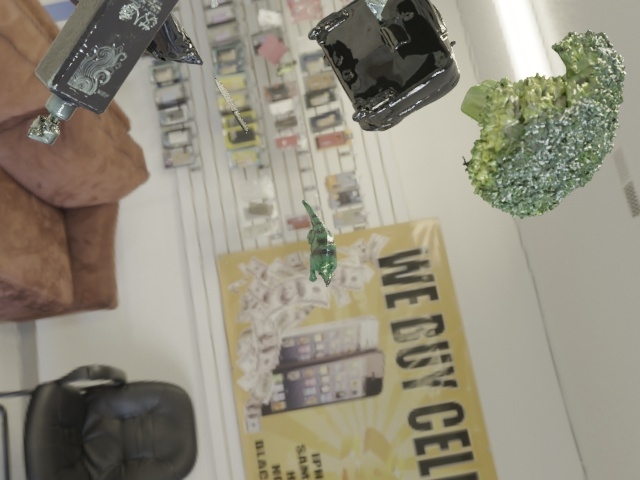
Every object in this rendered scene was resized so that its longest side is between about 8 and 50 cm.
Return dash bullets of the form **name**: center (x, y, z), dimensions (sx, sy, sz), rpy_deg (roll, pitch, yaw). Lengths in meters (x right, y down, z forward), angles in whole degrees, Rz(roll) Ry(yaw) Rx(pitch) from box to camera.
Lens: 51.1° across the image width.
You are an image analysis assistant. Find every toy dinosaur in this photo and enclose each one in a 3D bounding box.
- **toy dinosaur**: center (-0.001, 0.015, 1.764), dimensions (0.292, 0.079, 0.120), rpy_deg (-107, -163, -54)

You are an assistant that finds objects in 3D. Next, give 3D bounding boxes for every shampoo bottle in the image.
- **shampoo bottle**: center (-0.300, -0.264, 0.910), dimensions (0.071, 0.309, 0.098), rpy_deg (43, 11, 27)

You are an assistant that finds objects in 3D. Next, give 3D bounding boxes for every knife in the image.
- **knife**: center (-0.233, -0.356, 1.765), dimensions (0.170, 0.023, 0.010), rpy_deg (58, -31, 0)

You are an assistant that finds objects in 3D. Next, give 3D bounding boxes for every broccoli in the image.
- **broccoli**: center (0.401, -0.236, 1.250), dimensions (0.375, 0.302, 0.249), rpy_deg (-58, 162, 11)

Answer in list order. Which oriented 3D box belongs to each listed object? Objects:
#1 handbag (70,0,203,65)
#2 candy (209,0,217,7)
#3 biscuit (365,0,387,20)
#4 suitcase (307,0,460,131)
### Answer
- **handbag**: center (-0.358, -0.426, 1.276), dimensions (0.089, 0.254, 0.211), rpy_deg (-65, 165, -12)
- **candy**: center (-0.244, -0.616, 1.313), dimensions (0.365, 0.124, 0.124), rpy_deg (81, -1, -56)
- **biscuit**: center (0.154, -0.670, 1.518), dimensions (0.186, 0.079, 0.309), rpy_deg (60, -35, 15)
- **suitcase**: center (0.183, -0.507, 1.812), dimensions (0.345, 0.339, 0.188), rpy_deg (64, 16, 19)
